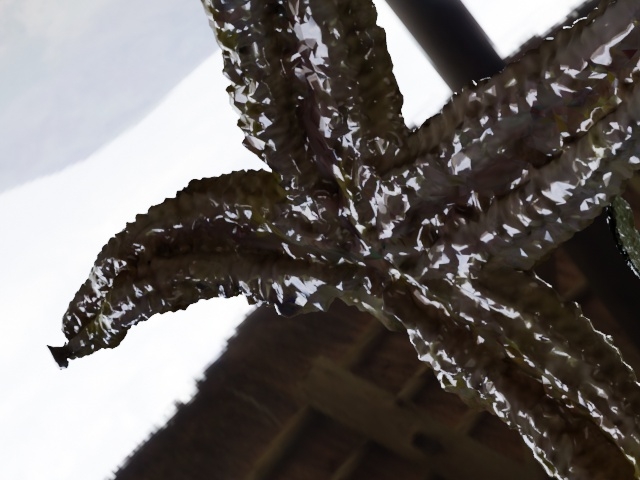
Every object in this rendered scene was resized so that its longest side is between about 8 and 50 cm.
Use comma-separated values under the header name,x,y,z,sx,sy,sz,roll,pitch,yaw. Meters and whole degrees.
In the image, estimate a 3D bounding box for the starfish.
name,x,y,z,sx,sy,sz,roll,pitch,yaw
starfish,0.010,-0.004,0.479,0.132,0.384,0.398,-34,-128,-30

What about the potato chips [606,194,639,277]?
name,x,y,z,sx,sy,sz,roll,pitch,yaw
potato chips,0.219,0.023,0.777,0.026,0.209,0.142,-27,156,19
